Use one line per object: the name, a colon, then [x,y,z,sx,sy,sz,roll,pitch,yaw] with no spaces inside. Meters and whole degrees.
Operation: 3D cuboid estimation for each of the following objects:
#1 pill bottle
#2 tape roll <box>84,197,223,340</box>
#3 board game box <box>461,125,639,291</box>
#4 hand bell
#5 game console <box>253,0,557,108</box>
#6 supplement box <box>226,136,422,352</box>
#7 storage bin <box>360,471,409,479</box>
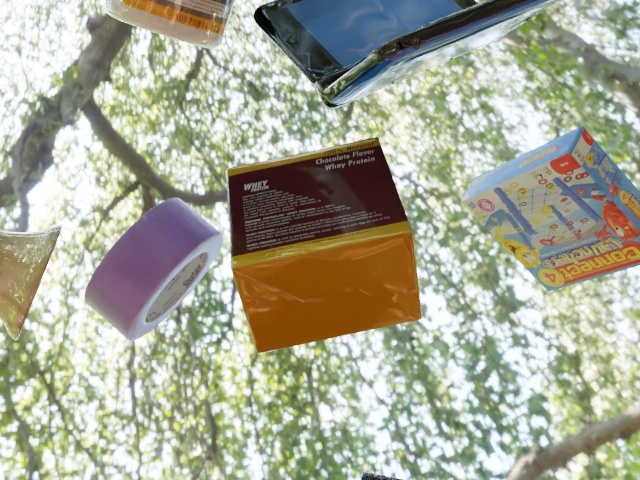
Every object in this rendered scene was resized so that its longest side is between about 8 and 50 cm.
pill bottle: [-0.164,-0.398,1.006,0.162,0.162,0.278,14,-75,-23]
tape roll: [-0.222,0.039,1.076,0.080,0.189,0.189,39,-67,6]
board game box: [0.508,-0.053,1.669,0.302,0.086,0.308,44,-34,-13]
hand bell: [-0.394,0.000,0.785,0.242,0.126,0.126,22,-63,-17]
game console: [0.106,-0.294,0.975,0.293,0.250,0.173,-27,-87,-25]
supplement box: [0.000,0.000,0.922,0.191,0.194,0.129,-12,-52,0]
storage bin: [0.064,0.334,0.785,0.084,0.180,0.122,8,-58,6]
